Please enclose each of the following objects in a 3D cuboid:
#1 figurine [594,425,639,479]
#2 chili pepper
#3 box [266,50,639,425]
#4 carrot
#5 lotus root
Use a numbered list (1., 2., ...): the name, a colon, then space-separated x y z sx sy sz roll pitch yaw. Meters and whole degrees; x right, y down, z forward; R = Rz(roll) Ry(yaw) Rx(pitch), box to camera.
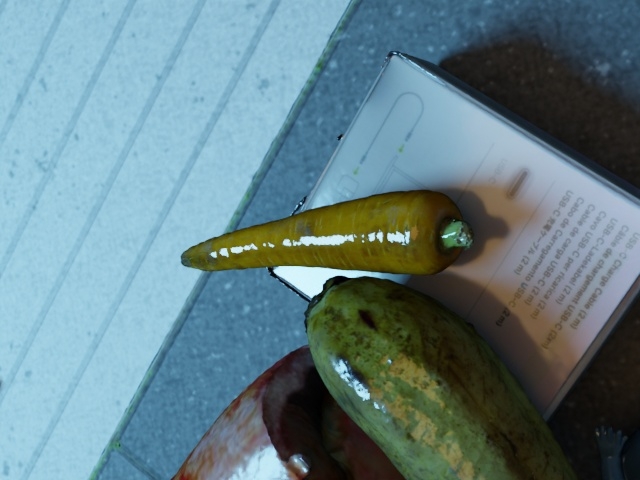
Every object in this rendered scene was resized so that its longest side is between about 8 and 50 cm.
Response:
1. figurine: 0.240 0.210 0.726 0.114 0.178 0.144 24 145 31
2. chili pepper: -0.022 0.253 0.777 0.305 0.251 0.229 -45 38 19
3. box: 0.116 0.003 0.776 0.252 0.106 0.203 35 106 19
4. carrot: 0.000 0.000 0.751 0.257 0.061 0.061 -5 91 34
5. lotus root: 0.091 0.119 0.688 0.258 0.110 0.097 46 148 9
